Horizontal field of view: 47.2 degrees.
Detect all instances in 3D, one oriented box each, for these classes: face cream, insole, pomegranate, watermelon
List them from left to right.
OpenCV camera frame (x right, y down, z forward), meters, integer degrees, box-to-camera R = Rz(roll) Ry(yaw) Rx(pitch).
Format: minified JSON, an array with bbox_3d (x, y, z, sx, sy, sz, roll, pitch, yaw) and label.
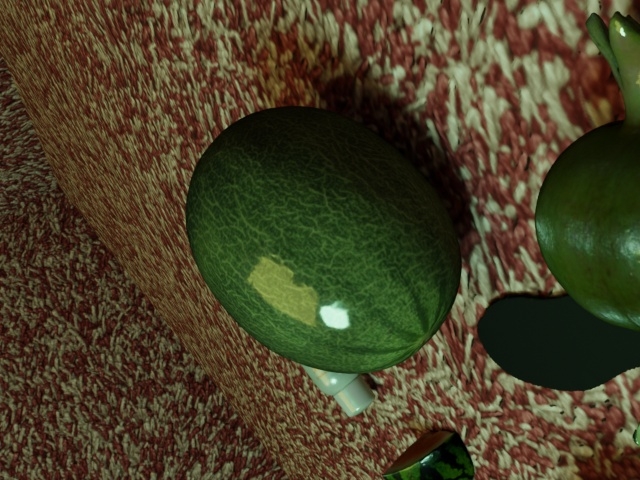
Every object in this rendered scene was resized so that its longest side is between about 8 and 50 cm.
[{"bbox_3d":[-0.009,0.170,1.214,0.269,0.082,0.082,51,158,9],"label":"face cream"},{"bbox_3d":[0.155,0.326,1.092,0.094,0.135,0.125,-94,-12,-48],"label":"watermelon"},{"bbox_3d":[0.237,0.082,0.671,0.119,0.009,0.348,52,159,6],"label":"insole"},{"bbox_3d":[0.202,-0.040,0.430,0.152,0.130,0.191,-167,69,-67],"label":"pomegranate"}]

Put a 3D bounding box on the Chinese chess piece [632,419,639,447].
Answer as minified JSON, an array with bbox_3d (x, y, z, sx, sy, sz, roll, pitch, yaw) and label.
[{"bbox_3d":[0.308,0.173,0.615,0.084,0.034,0.084,43,155,26],"label":"Chinese chess piece"}]

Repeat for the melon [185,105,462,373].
[{"bbox_3d":[0.000,0.000,0.734,0.301,0.237,0.238,41,154,32],"label":"melon"}]
